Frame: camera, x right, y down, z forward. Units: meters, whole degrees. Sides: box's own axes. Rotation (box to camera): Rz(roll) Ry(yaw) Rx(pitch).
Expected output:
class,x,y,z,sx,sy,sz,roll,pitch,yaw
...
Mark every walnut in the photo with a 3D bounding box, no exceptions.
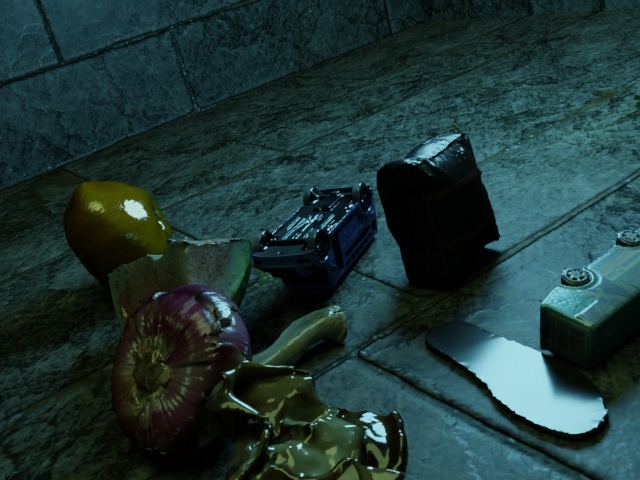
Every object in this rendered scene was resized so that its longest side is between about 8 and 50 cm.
class,x,y,z,sx,sy,sz,roll,pitch,yaw
walnut,-0.016,0.238,0.774,0.204,0.141,0.238,-2,26,-9

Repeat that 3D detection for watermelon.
class,x,y,z,sx,sy,sz,roll,pitch,yaw
watermelon,-0.237,0.083,1.210,0.305,0.180,0.224,-18,28,48

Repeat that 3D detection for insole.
class,x,y,z,sx,sy,sz,roll,pitch,yaw
insole,0.235,0.164,0.931,0.110,0.012,0.309,-26,24,-22

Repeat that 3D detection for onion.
class,x,y,z,sx,sy,sz,roll,pitch,yaw
onion,-0.166,0.174,0.986,0.163,0.229,0.230,15,-3,-43

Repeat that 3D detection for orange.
class,x,y,z,sx,sy,sz,roll,pitch,yaw
orange,-0.401,-0.023,1.470,0.183,0.249,0.249,-39,27,-8

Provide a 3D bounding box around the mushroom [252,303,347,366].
class,x,y,z,sx,sy,sz,roll,pitch,yaw
mushroom,-0.049,0.162,1.089,0.202,0.054,0.059,-30,20,-17

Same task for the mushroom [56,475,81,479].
class,x,y,z,sx,sy,sz,roll,pitch,yaw
mushroom,-0.203,0.315,0.854,0.306,0.043,0.068,-2,46,27

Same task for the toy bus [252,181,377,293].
class,x,y,z,sx,sy,sz,roll,pitch,yaw
toy bus,0.000,0.000,1.312,0.126,0.133,0.292,-3,25,28

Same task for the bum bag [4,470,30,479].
class,x,y,z,sx,sy,sz,roll,pitch,yaw
bum bag,-0.452,0.355,0.935,0.159,0.026,0.109,-19,24,-6

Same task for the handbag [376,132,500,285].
class,x,y,z,sx,sy,sz,roll,pitch,yaw
handbag,0.195,-0.054,1.207,0.169,0.215,0.155,-30,18,-37

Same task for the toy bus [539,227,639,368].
class,x,y,z,sx,sy,sz,roll,pitch,yaw
toy bus,0.391,0.065,0.968,0.262,0.091,0.109,-30,37,-26
